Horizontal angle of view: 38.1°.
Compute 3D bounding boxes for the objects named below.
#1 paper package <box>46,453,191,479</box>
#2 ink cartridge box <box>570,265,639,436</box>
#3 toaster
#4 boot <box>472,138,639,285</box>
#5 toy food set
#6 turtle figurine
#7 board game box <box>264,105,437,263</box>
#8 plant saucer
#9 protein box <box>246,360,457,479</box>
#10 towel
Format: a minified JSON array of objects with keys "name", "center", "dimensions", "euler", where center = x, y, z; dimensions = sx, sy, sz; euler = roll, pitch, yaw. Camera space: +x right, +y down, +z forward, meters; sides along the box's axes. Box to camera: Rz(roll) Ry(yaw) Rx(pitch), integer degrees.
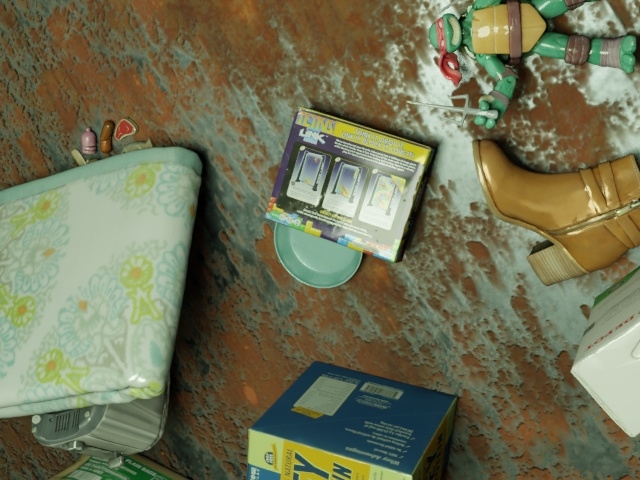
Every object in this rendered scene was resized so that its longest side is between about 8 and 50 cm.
[{"name":"paper package","center":[-0.255,0.496,1.341],"dimensions":[0.324,0.168,0.310],"euler":[21,112,16]},{"name":"ink cartridge box","center":[0.351,0.080,0.926],"dimensions":[0.160,0.219,0.093],"euler":[-42,87,28]},{"name":"toaster","center":[-0.285,0.183,1.234],"dimensions":[0.129,0.146,0.227],"euler":[-20,54,23]},{"name":"boot","center":[0.267,-0.057,1.004],"dimensions":[0.152,0.073,0.197],"euler":[-30,105,29]},{"name":"toy food set","center":[-0.284,-0.123,1.240],"dimensions":[0.122,0.019,0.078],"euler":[-31,93,27]},{"name":"turtle figurine","center":[0.198,-0.218,0.956],"dimensions":[0.234,0.118,0.175],"euler":[-6,119,9]},{"name":"board game box","center":[0.035,-0.066,1.093],"dimensions":[0.170,0.048,0.141],"euler":[20,97,16]},{"name":"plant saucer","center":[0.000,0.000,1.159],"dimensions":[0.119,0.021,0.119],"euler":[7,109,20]},{"name":"protein box","center":[0.040,0.266,1.124],"dimensions":[0.199,0.201,0.136],"euler":[11,110,19]},{"name":"towel","center":[-0.322,0.060,1.179],"dimensions":[0.374,0.090,0.321],"euler":[-13,60,28]}]
